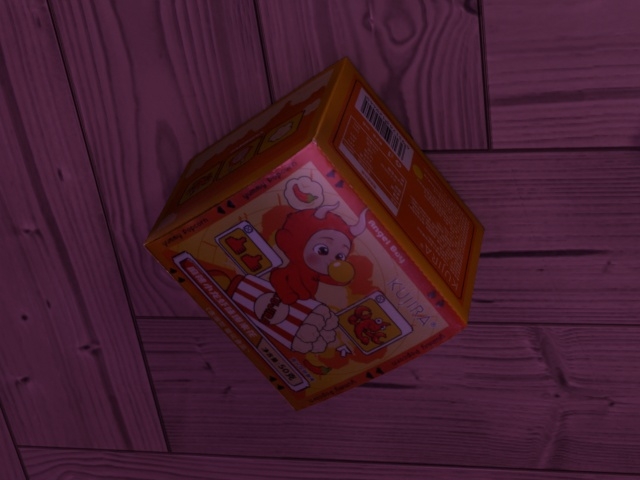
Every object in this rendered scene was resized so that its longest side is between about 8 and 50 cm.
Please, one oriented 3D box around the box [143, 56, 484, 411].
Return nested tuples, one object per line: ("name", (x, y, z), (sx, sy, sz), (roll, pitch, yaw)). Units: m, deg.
("box", (0.000, 0.000, 1.418), (0.259, 0.214, 0.283), (-30, 112, 27))
